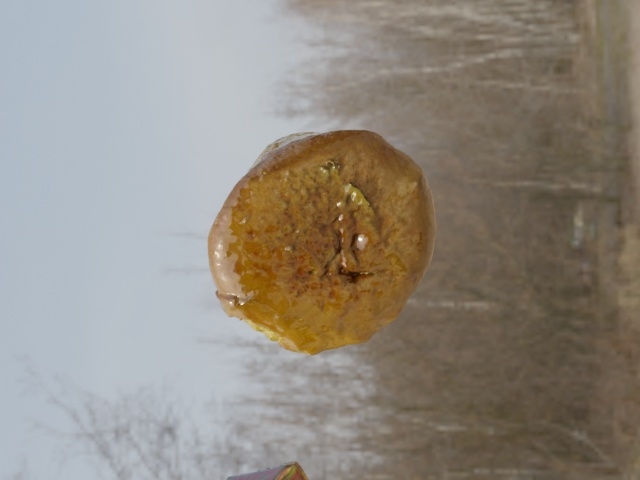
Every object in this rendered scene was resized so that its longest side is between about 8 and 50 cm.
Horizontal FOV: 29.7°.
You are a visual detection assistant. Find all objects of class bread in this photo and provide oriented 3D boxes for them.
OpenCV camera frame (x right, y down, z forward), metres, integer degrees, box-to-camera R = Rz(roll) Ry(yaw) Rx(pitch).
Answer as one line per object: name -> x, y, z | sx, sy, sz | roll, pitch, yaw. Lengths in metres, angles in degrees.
bread -> 0.000, 0.000, 1.349 | 0.146, 0.268, 0.268 | -144, 49, -70

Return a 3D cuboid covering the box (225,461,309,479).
box -> -0.069, 0.352, 0.972 | 0.197, 0.089, 0.313 | 60, -145, -13
